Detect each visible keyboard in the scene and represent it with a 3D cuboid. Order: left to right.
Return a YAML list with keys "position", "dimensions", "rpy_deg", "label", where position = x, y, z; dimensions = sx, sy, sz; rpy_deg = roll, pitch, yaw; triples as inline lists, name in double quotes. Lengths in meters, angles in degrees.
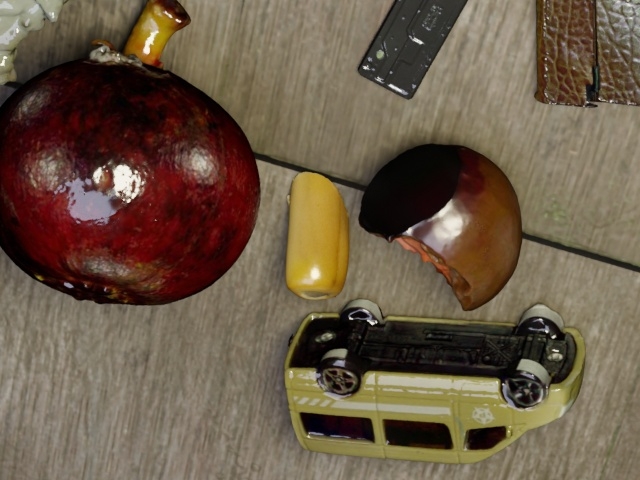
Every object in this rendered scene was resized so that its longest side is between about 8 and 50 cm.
- position: [0.085, -0.183, 1.558]
  dimensions: [0.053, 0.010, 0.155]
  rpy_deg: [29, 122, -3]
  label: "keyboard"

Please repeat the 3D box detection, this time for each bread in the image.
- position: [0.000, -0.001, 1.667]
  dimensions: [0.049, 0.103, 0.062]
  rpy_deg: [-6, 161, 30]
  label: "bread"

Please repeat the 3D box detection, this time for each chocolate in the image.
- position: [0.106, -0.007, 1.594]
  dimensions: [0.127, 0.124, 0.133]
  rpy_deg: [-16, 145, 20]
  label: "chocolate"

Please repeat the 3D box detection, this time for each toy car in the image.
- position: [0.101, 0.128, 1.679]
  dimensions: [0.256, 0.101, 0.124]
  rpy_deg: [3, 124, 15]
  label: "toy car"

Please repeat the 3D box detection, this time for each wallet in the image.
- position: [0.228, -0.214, 1.486]
  dimensions: [0.132, 0.039, 0.243]
  rpy_deg: [3, 119, 12]
  label: "wallet"

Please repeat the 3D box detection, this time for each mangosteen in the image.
- position: [-0.161, -0.079, 1.585]
  dimensions: [0.235, 0.235, 0.261]
  rpy_deg: [8, 78, 10]
  label: "mangosteen"

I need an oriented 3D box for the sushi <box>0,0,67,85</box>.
- position: [-0.316, -0.206, 1.559]
  dimensions: [0.196, 0.182, 0.343]
  rpy_deg: [43, 121, -16]
  label: "sushi"
